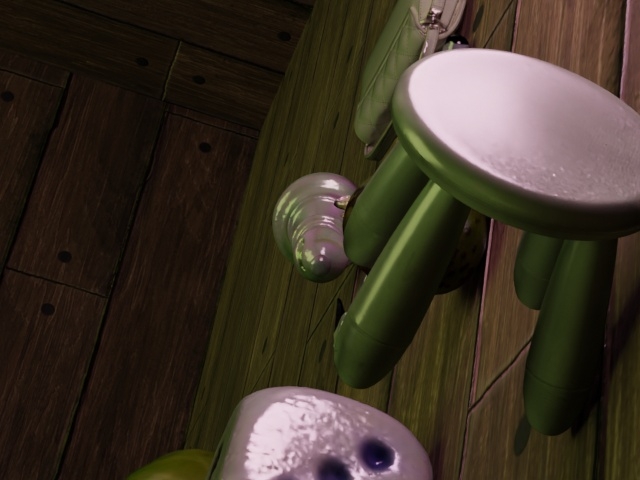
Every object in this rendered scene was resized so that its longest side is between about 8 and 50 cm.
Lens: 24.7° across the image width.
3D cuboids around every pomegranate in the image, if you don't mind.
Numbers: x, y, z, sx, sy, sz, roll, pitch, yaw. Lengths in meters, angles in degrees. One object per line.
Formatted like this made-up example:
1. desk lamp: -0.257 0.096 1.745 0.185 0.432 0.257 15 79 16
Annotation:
1. pomegranate: 0.106 -0.023 1.392 0.169 0.148 0.148 -41 12 5

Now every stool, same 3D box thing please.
1. stool: 0.117 -0.002 1.012 0.195 0.195 0.199 -86 13 -56

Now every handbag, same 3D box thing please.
1. handbag: 0.111 -0.214 1.860 0.256 0.079 0.219 118 168 -51

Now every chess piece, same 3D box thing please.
1. chess piece: 0.000 0.000 1.894 0.272 0.139 0.139 -82 11 -76

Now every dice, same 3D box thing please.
1. dice: -0.016 0.262 1.333 0.194 0.193 0.192 117 172 -48

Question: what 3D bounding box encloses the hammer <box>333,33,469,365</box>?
1. hammer: 0.098 -0.044 1.765 0.152 0.044 0.427 -96 26 -72

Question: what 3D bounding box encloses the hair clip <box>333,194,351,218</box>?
1. hair clip: 0.083 -0.028 1.623 0.214 0.062 0.056 -2 110 62

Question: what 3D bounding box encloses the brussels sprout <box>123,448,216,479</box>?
1. brussels sprout: -0.123 0.397 1.500 0.289 0.281 0.355 -62 12 22
